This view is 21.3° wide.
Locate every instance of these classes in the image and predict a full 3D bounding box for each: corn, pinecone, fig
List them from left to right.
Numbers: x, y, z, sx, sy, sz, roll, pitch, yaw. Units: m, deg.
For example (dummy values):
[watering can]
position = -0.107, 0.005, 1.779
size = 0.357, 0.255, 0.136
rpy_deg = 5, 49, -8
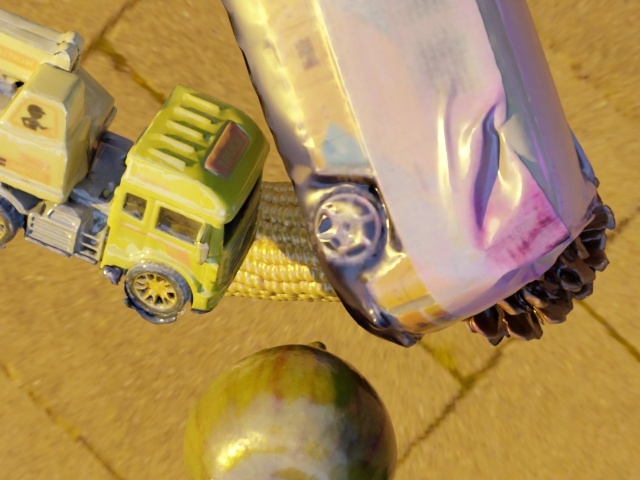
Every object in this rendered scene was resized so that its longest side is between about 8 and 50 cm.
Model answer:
[fig]
position = -0.009, 0.126, 1.190
size = 0.142, 0.186, 0.148
rpy_deg = -21, 126, 35
[corn]
position = 0.000, 0.000, 1.337
size = 0.310, 0.101, 0.101
rpy_deg = 0, 92, 36
[pinecone]
position = 0.158, 0.000, 1.371
size = 0.174, 0.173, 0.173
rpy_deg = 0, 92, 2

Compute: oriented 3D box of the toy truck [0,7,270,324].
[toy truck]
position = -0.170, -0.069, 1.198
size = 0.272, 0.124, 0.157
rpy_deg = 23, 136, 3

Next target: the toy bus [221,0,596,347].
[toy bus]
position = 0.053, -0.133, 1.114
size = 0.162, 0.171, 0.386
rpy_deg = -20, 89, 24
